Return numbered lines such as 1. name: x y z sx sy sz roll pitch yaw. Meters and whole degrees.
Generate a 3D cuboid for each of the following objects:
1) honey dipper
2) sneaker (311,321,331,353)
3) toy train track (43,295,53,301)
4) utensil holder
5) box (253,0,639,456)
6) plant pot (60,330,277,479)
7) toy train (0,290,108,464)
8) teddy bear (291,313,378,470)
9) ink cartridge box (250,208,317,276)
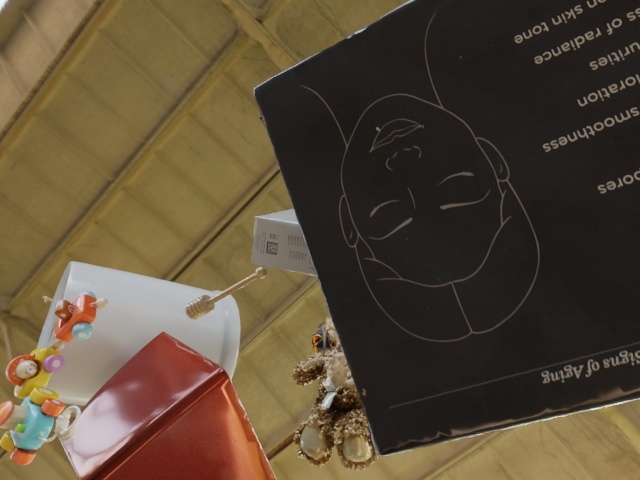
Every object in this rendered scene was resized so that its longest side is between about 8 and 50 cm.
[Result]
1. honey dipper: -0.143 0.079 0.657 0.161 0.030 0.030 -29 -88 27
2. sneaker: 0.011 0.275 1.213 0.083 0.215 0.084 0 -90 -11
3. toy train track: -0.832 0.198 1.352 0.048 0.083 0.014 -3 -125 22
4. utensil holder: -0.442 0.245 1.045 0.386 0.327 0.327 19 -74 -32
5. box: 0.237 -0.051 0.571 0.480 0.297 0.471 -21 -100 17
6. plant pot: -0.276 0.358 0.748 0.267 0.236 0.267 7 -59 49
7. toy train: -0.277 0.128 0.435 0.125 0.166 0.046 -37 -48 16
8. teddy bear: 0.059 0.311 0.918 0.245 0.338 0.113 -21 -51 13
9. ink cartridge box: 0.000 0.000 1.195 0.272 0.309 0.130 10 -79 16
